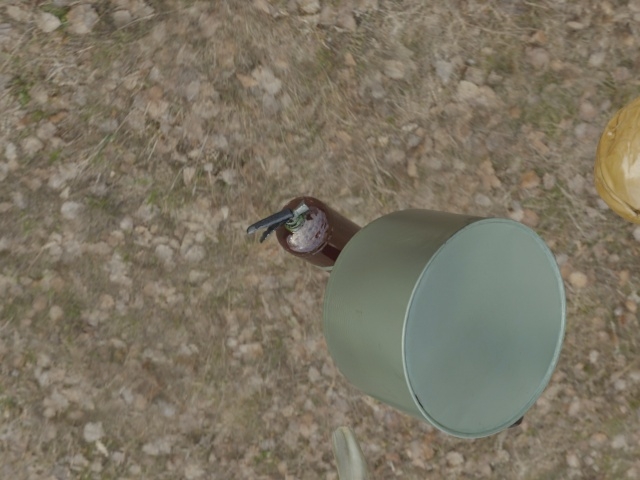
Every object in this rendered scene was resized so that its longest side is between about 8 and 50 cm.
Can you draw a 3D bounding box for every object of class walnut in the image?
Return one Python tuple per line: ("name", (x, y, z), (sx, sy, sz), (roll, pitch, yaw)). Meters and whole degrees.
("walnut", (0.471, -0.116, 1.114), (0.165, 0.165, 0.197), (39, 69, -17))

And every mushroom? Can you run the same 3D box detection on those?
("mushroom", (0.050, 0.327, 1.028), (0.054, 0.202, 0.059), (16, 122, -26))

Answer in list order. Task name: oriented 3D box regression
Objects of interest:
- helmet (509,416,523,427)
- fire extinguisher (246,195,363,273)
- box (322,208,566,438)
("helmet", (0.300, 0.295, 1.696), (0.279, 0.230, 0.160), (5, 100, 14))
("fire extinguisher", (0.000, 0.000, 1.498), (0.135, 0.114, 0.337), (-35, 150, 14))
("box", (0.133, 0.081, 0.855), (0.226, 0.149, 0.226), (-5, 100, -32))
